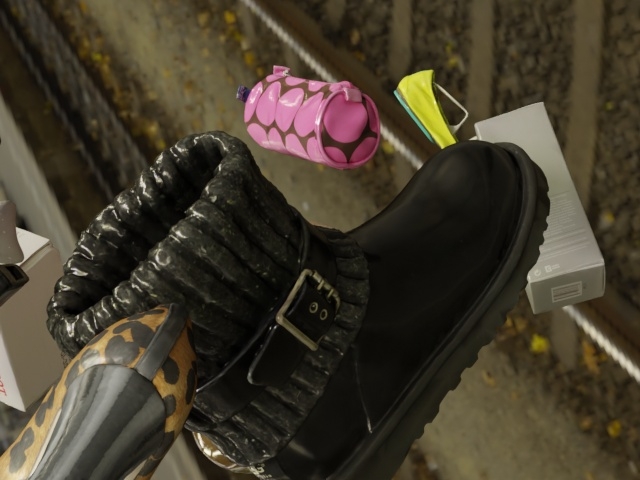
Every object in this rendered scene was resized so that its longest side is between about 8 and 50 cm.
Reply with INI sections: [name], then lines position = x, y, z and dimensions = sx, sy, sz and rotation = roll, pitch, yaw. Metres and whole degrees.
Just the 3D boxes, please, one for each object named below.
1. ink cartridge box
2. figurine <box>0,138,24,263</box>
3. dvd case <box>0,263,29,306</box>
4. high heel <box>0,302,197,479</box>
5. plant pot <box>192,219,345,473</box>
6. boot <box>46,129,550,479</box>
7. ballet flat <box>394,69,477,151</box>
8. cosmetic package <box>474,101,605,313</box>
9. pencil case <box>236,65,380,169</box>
[ink cartridge box]
position = -0.458, 0.065, 1.538
dimensions = 0.283, 0.117, 0.207
rotation = 19, 135, 24
[figurine]
position = -0.389, -0.064, 1.250
dimensions = 0.209, 0.092, 0.215
rotation = -10, -93, -64
[dvd case]
position = -0.284, 0.082, 0.867
dimensions = 0.022, 0.180, 0.253
rotation = 49, 171, -6
[high heel]
position = -0.153, 0.147, 0.697
dimensions = 0.093, 0.186, 0.261
rotation = 37, 139, -7
[plant pot]
position = -0.051, 0.145, 1.362
dimensions = 0.237, 0.237, 0.254
rotation = 61, 139, 29
[boot]
position = 0.002, 0.001, 0.853
dimensions = 0.260, 0.348, 0.131
rotation = 46, 154, -26
[ballet flat]
position = 0.197, -0.152, 1.826
dimensions = 0.231, 0.077, 0.077
rotation = 59, -170, 2
[cosmetic package]
position = 0.279, -0.041, 1.570
dimensions = 0.127, 0.107, 0.238
rotation = 59, -163, -66
[pencil case]
position = -0.012, -0.137, 1.356
dimensions = 0.209, 0.095, 0.098
rotation = 23, 97, 60
